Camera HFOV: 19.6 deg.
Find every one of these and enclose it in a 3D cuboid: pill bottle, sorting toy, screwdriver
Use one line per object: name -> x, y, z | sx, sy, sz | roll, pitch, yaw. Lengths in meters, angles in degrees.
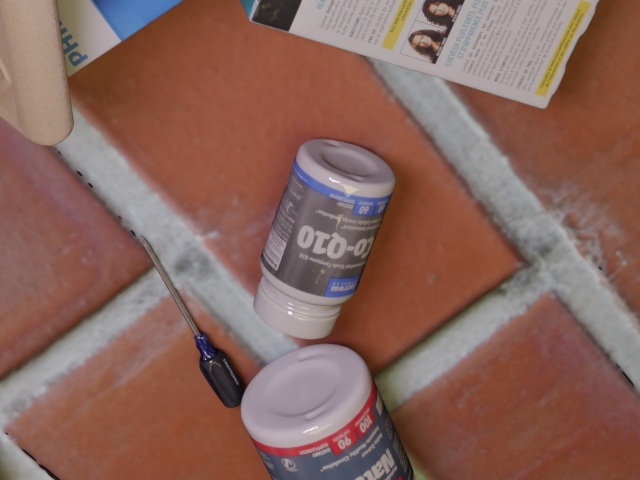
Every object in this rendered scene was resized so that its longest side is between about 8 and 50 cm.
pill bottle -> 0.016, 0.181, 1.486 | 0.108, 0.108, 0.180 | -25, 123, -1
sorting toy -> -0.236, -0.171, 1.141 | 0.038, 0.208, 0.193 | -46, 157, -27
screwdriver -> -0.098, 0.061, 1.438 | 0.025, 0.024, 0.170 | -38, 120, -28
pill bottle -> 0.000, 0.000, 1.392 | 0.078, 0.078, 0.137 | 9, 116, -21

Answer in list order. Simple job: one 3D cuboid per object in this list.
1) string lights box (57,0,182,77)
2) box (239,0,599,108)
string lights box -> -0.086, -0.229, 1.200 | 0.259, 0.133, 0.077 | -33, 124, 5
box -> 0.070, -0.177, 1.320 | 0.244, 0.060, 0.100 | 15, 114, -23
